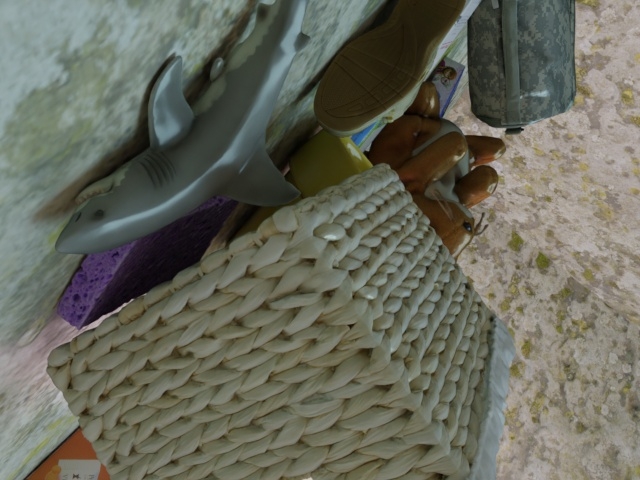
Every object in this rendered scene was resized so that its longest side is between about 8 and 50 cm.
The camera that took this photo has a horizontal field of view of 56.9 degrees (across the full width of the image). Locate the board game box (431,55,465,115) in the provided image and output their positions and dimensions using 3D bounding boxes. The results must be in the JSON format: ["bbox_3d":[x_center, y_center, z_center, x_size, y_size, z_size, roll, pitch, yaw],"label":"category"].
[{"bbox_3d":[0.295,-0.322,1.677,0.319,0.065,0.318,-63,174,5],"label":"board game box"}]

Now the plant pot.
[{"bbox_3d":[0.000,0.000,0.858,0.239,0.254,0.254,-36,178,12],"label":"plant pot"}]

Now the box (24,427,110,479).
[{"bbox_3d":[-0.380,0.466,0.839,0.345,0.215,0.168,-47,174,-40],"label":"box"}]

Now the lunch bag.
[{"bbox_3d":[0.408,-0.390,1.213,0.256,0.212,0.305,-42,128,-58],"label":"lunch bag"}]

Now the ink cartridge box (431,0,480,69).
[{"bbox_3d":[0.194,-0.353,0.922,0.180,0.060,0.104,-54,175,29],"label":"ink cartridge box"}]

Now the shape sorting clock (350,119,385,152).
[{"bbox_3d":[0.081,-0.207,1.084,0.206,0.040,0.206,-47,177,-4],"label":"shape sorting clock"}]

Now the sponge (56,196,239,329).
[{"bbox_3d":[-0.154,0.004,0.574,0.117,0.031,0.210,-52,176,20],"label":"sponge"}]

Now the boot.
[{"bbox_3d":[0.075,-0.204,0.787,0.262,0.095,0.203,-54,177,-18],"label":"boot"}]

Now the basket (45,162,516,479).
[{"bbox_3d":[-0.016,0.116,0.605,0.328,0.266,0.331,-29,-178,25],"label":"basket"}]

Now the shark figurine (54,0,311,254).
[{"bbox_3d":[-0.047,-0.087,0.426,0.278,0.116,0.166,-50,177,10],"label":"shark figurine"}]

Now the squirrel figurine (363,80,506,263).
[{"bbox_3d":[0.187,-0.072,1.273,0.397,0.281,0.371,-22,-131,37],"label":"squirrel figurine"}]
